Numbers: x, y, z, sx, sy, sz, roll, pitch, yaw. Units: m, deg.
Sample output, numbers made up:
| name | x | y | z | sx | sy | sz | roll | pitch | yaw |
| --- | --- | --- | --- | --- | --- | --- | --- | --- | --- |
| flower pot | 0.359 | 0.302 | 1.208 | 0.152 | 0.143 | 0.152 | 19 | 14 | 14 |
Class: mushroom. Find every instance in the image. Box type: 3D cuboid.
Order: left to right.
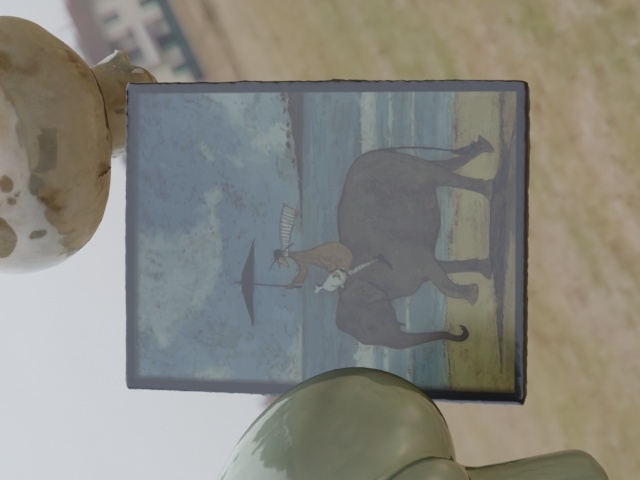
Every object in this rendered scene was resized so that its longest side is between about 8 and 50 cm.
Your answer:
| name | x | y | z | sx | sy | sz | roll | pitch | yaw |
| --- | --- | --- | --- | --- | --- | --- | --- | --- | --- |
| mushroom | -0.321 | -0.114 | 2.023 | 0.297 | 0.290 | 0.297 | 19 | 117 | 44 |

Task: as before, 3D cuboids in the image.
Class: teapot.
| name | x | y | z | sx | sy | sz | roll | pitch | yaw |
| --- | --- | --- | --- | --- | --- | --- | --- | --- | --- |
| teapot | 0.064 | 0.177 | 1.285 | 0.149 | 0.318 | 0.220 | 30 | 141 | 37 |

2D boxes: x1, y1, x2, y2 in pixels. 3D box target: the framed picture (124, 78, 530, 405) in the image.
| name | x | y | z | sx | sy | sz | roll | pitch | yaw |
| --- | --- | --- | --- | --- | --- | --- | --- | --- | --- |
| framed picture | 0.000 | 0.000 | 1.480 | 0.016 | 0.347 | 0.265 | -10 | -78 | -73 |
